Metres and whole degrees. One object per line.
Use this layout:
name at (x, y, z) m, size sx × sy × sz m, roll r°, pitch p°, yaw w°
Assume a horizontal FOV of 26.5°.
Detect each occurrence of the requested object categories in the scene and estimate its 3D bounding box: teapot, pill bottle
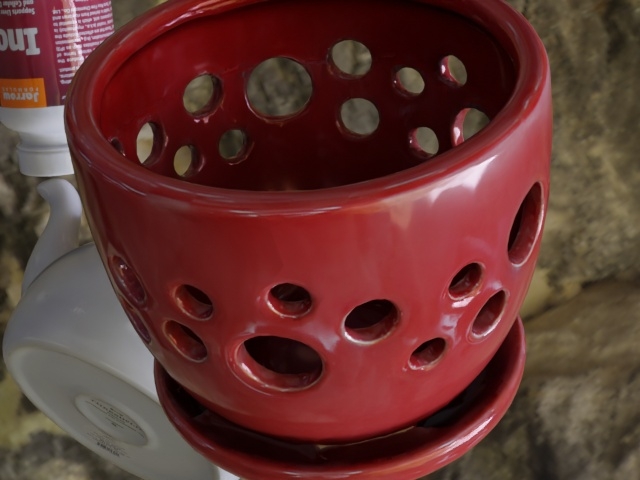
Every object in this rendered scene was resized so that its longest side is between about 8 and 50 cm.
teapot at (-0.123, 0.081, 1.147) m, size 0.252 × 0.187 × 0.256 m, roll 2°, pitch -41°, yaw 42°
pill bottle at (-0.178, -0.123, 0.907) m, size 0.086 × 0.086 × 0.152 m, roll 8°, pitch -70°, yaw 43°

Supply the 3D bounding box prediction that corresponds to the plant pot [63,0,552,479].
plant pot at (0.000, 0.000, 0.575) m, size 0.191 × 0.191 × 0.174 m, roll 24°, pitch -46°, yaw 35°
